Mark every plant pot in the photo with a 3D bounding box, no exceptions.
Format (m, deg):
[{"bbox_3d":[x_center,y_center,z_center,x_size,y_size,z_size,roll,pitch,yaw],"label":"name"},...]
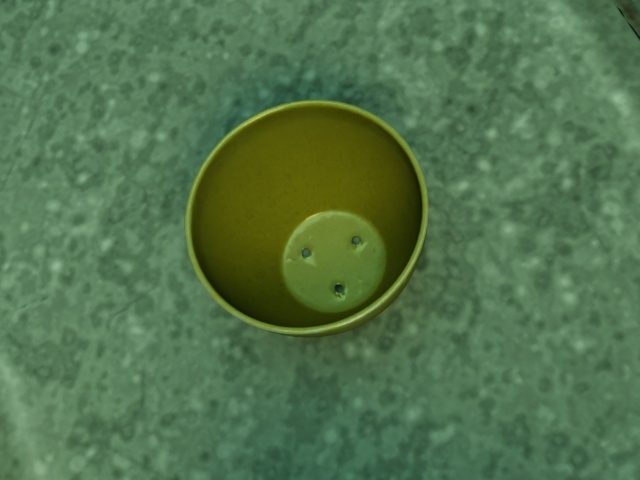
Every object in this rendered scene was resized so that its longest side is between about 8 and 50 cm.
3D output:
[{"bbox_3d":[0.000,0.000,0.582,0.134,0.095,0.134,-4,70,11],"label":"plant pot"}]
